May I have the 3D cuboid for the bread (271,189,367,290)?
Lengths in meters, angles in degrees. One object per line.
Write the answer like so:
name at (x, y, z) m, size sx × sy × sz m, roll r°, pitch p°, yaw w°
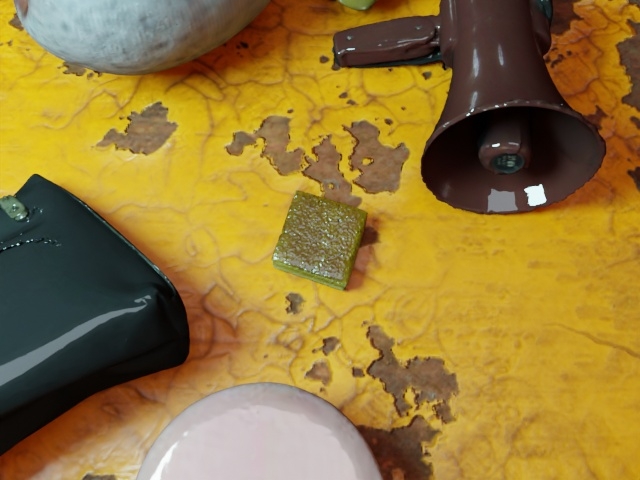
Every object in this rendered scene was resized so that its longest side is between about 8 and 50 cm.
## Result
bread at (0.000, 0.000, 0.854) m, size 0.090 × 0.035 × 0.094 m, roll 16°, pitch 69°, yaw 4°

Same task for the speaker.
speaker at (0.172, -0.194, 0.908) m, size 0.259 × 0.198 × 0.329 m, roll -27°, pitch 48°, yaw 29°

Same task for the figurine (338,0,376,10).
figurine at (0.075, -0.427, 0.979) m, size 0.194 × 0.133 × 0.274 m, roll 24°, pitch 59°, yaw 7°

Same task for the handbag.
handbag at (-0.340, 0.077, 0.758) m, size 0.342 × 0.152 × 0.288 m, roll -28°, pitch 57°, yaw -20°

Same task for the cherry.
cherry at (-0.204, -0.337, 0.845) m, size 0.335 × 0.291 × 0.326 m, roll 17°, pitch 51°, yaw -11°

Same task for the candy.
candy at (-0.050, 0.262, 0.718) m, size 0.255 × 0.094 × 0.255 m, roll 1°, pitch 68°, yaw -2°
